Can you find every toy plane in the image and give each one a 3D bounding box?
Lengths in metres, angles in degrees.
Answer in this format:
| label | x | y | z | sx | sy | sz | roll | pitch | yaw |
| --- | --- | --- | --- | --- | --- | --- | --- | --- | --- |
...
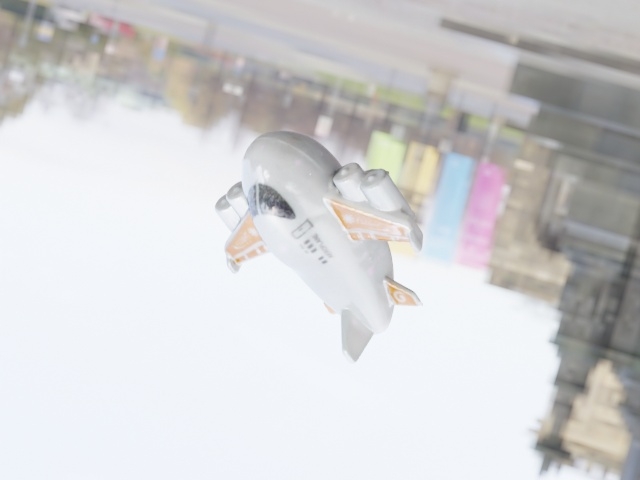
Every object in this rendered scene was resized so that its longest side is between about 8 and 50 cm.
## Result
| label | x | y | z | sx | sy | sz | roll | pitch | yaw |
| --- | --- | --- | --- | --- | --- | --- | --- | --- | --- |
| toy plane | 0.000 | 0.000 | 1.763 | 0.245 | 0.117 | 0.244 | 21 | 142 | 17 |
